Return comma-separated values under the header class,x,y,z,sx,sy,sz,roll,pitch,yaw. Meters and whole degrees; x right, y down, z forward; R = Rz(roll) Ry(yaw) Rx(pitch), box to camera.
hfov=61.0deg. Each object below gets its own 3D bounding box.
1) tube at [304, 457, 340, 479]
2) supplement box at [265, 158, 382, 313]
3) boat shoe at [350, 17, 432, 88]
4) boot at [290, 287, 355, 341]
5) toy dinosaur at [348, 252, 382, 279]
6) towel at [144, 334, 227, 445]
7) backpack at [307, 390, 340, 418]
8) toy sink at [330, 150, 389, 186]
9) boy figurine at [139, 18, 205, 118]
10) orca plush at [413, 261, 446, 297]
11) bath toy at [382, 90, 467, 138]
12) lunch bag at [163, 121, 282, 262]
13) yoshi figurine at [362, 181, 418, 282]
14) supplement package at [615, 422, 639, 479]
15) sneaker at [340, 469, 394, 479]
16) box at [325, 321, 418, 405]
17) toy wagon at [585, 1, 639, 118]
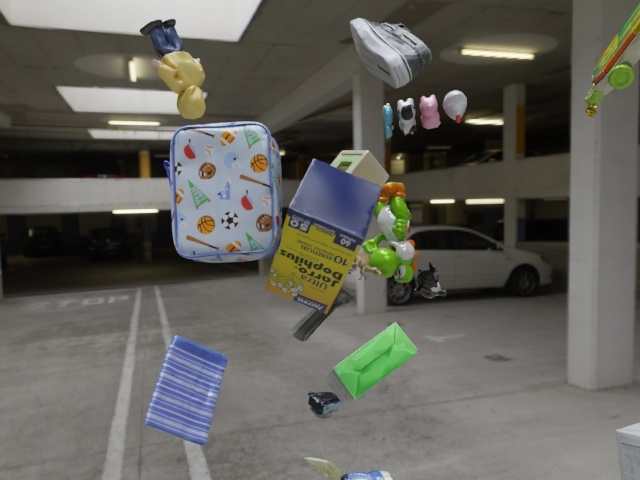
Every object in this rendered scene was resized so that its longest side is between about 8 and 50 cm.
class,x,y,z,sx,sy,sz,roll,pitch,yaw
tube,0.016,0.872,2.092,0.070,0.062,0.240,-31,-38,-3
supplement box,0.000,0.000,1.436,0.194,0.195,0.357,22,-40,1
boat shoe,0.172,-0.474,1.343,0.119,0.121,0.335,-26,43,0
boot,0.010,0.248,1.811,0.076,0.208,0.189,37,6,33
toy dinosaur,0.129,0.074,1.883,0.093,0.183,0.053,-49,13,-17
towel,-0.465,0.527,1.933,0.243,0.336,0.040,33,-43,-28
backpack,0.017,0.655,2.176,0.114,0.084,0.105,-1,17,-33
toy sink,0.076,-0.167,1.744,0.131,0.234,0.152,45,-15,-29
boy figurine,-0.406,-0.493,1.579,0.092,0.285,0.177,-14,15,35
orca plush,0.425,0.189,2.181,0.102,0.151,0.287,-42,-8,-8
bath toy,0.437,-0.518,2.262,0.348,0.129,0.151,-10,-18,11
lunch bag,-0.206,-0.106,1.160,0.243,0.303,0.115,-4,-7,5
yoshi figurine,0.241,-0.017,1.984,0.203,0.362,0.203,-12,-4,11
supplement package,0.798,0.541,1.170,0.199,0.263,0.198,-2,-5,-28
sneaker,0.069,0.661,1.155,0.147,0.330,0.130,9,-21,-2
box,0.165,0.417,1.805,0.262,0.127,0.231,-33,-14,-17
toy wagon,0.760,-0.466,1.357,0.068,0.344,0.267,32,42,7
